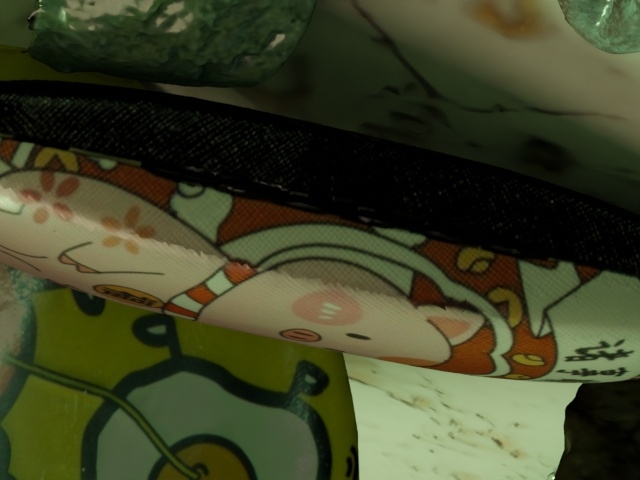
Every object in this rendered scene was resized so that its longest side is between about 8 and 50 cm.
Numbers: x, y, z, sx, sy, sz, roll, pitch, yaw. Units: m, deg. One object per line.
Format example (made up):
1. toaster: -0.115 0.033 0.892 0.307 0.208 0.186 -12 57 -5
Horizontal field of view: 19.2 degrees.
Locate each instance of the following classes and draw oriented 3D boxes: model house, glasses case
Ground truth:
1. model house: -0.045 -0.083 0.579 0.083 0.066 0.079 10 144 -10
2. glasses case: 0.000 0.000 0.619 0.266 0.067 0.103 13 170 -9

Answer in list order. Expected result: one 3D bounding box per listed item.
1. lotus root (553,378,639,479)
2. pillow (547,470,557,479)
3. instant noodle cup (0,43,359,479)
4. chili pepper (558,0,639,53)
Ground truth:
1. lotus root: 0.148 0.220 0.734 0.142 0.210 0.314 6 134 19
2. pillow: 0.173 0.200 0.870 0.254 0.078 0.144 30 141 -10
3. instant noodle cup: -0.182 0.094 0.752 0.325 0.326 0.254 39 159 -27
4. chili pepper: 0.085 -0.083 0.480 0.050 0.041 0.153 64 158 16
